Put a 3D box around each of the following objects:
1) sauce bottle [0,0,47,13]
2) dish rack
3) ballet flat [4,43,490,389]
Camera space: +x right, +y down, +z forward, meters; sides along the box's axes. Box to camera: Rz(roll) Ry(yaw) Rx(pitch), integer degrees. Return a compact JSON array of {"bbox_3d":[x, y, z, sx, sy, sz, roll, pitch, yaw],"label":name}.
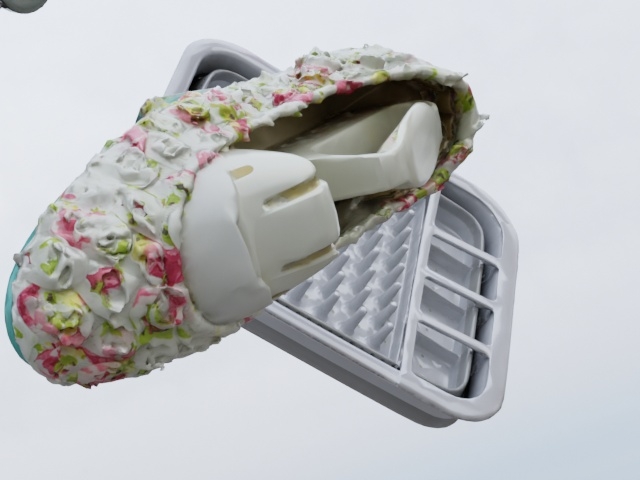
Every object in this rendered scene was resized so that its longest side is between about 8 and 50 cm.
[{"bbox_3d":[-0.163,-0.123,0.670,0.042,0.042,0.128,4,9,-41],"label":"sauce bottle"},{"bbox_3d":[0.000,0.000,1.191,0.332,0.286,0.072,31,-52,-13],"label":"dish rack"},{"bbox_3d":[-0.014,-0.022,0.545,0.077,0.091,0.241,1,25,33],"label":"ballet flat"}]
